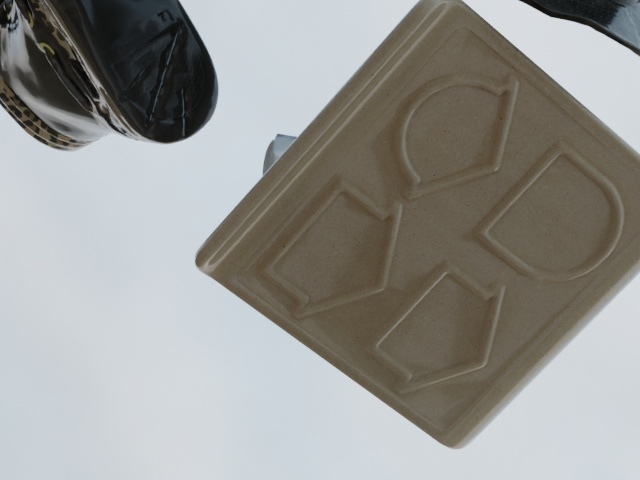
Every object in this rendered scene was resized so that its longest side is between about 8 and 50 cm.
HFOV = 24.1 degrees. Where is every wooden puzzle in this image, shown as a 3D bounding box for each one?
[{"bbox_3d":[0.111,-0.013,1.334,0.348,0.080,0.322,36,-74,-25],"label":"wooden puzzle"}]

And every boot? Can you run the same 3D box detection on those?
[{"bbox_3d":[-0.257,-0.248,1.402,0.377,0.138,0.284,60,-25,-11],"label":"boot"}]

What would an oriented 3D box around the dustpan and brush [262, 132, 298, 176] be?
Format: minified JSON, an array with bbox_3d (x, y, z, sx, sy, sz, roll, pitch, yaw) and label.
[{"bbox_3d":[0.000,0.000,1.648,0.060,0.147,0.211,-30,-122,55],"label":"dustpan and brush"}]

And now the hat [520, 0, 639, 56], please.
[{"bbox_3d":[0.235,-0.295,1.335,0.331,0.331,0.134,40,-62,15],"label":"hat"}]
